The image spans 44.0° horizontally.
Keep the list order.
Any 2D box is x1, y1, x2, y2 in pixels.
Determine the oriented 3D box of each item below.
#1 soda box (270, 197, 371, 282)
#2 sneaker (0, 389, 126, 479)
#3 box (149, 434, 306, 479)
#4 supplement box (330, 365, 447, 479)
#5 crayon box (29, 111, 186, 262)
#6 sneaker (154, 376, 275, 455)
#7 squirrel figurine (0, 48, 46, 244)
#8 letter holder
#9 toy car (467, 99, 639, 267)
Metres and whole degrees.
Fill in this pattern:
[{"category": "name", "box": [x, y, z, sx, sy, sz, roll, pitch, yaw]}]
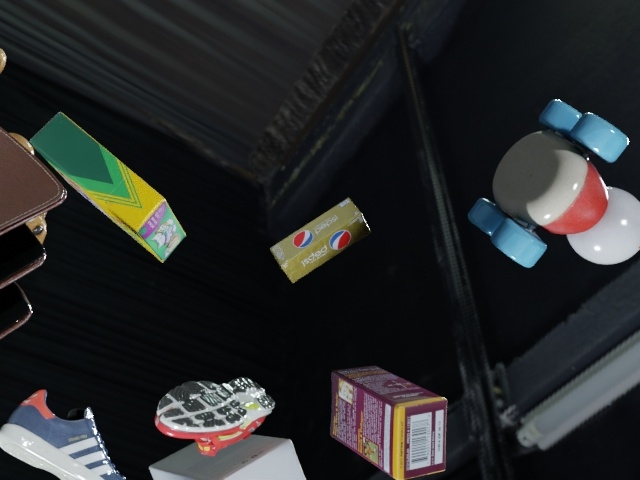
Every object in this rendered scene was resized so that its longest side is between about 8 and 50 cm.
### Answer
[{"category": "soda box", "box": [0.000, 0.000, 1.502, 0.181, 0.061, 0.058, -33, -134, -2]}, {"category": "sneaker", "box": [-0.489, 0.440, 1.658, 0.131, 0.350, 0.148, -19, -144, 42]}, {"category": "box", "box": [-0.163, 0.504, 1.516, 0.345, 0.168, 0.214, -16, -84, 58]}, {"category": "supplement box", "box": [0.092, 0.252, 1.124, 0.188, 0.081, 0.104, 14, -76, 61]}, {"category": "crayon box", "box": [-0.484, -0.111, 1.865, 0.106, 0.313, 0.363, -48, 174, -10]}, {"category": "sneaker", "box": [-0.173, 0.303, 1.294, 0.107, 0.279, 0.118, 37, -79, 27]}, {"category": "squirrel figurine", "box": [-0.698, -0.104, 1.479, 0.397, 0.370, 0.281, -11, -147, 24]}, {"category": "letter holder", "box": [-0.450, -0.028, 0.950, 0.214, 0.302, 0.152, -36, 145, -32]}, {"category": "toy car", "box": [0.385, -0.044, 1.158, 0.219, 0.238, 0.210, -55, -163, 11]}]
